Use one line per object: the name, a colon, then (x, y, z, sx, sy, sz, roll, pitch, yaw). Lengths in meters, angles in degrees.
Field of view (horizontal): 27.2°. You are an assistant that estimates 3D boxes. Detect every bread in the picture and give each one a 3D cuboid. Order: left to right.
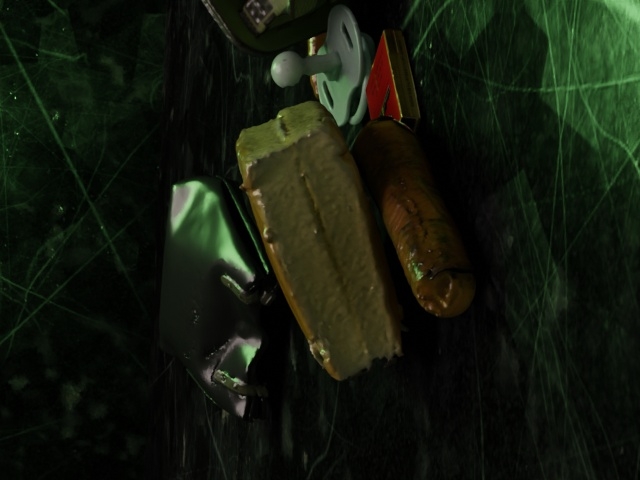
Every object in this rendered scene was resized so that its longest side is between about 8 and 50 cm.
bread: (0.000, 0.000, 1.307, 0.239, 0.111, 0.246, -110, 1, -78)

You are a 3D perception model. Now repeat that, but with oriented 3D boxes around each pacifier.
pacifier: (0.003, -0.188, 1.485, 0.150, 0.117, 0.126, 119, 137, -56)

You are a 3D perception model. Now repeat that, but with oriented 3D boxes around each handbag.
handbag: (-0.134, 0.092, 1.968, 0.288, 0.152, 0.342, -128, 38, -53)

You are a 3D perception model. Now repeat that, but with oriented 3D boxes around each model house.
model house: (-0.012, -0.377, 1.460, 0.218, 0.205, 0.279, 54, 139, 4)

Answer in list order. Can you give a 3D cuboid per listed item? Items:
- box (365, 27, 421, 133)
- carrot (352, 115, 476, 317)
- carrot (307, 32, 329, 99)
box: (0.074, -0.143, 1.370, 0.090, 0.023, 0.133, 106, 162, -50)
carrot: (0.084, -0.028, 1.203, 0.260, 0.070, 0.070, -107, 23, -53)
carrot: (-0.001, -0.299, 1.684, 0.043, 0.043, 0.247, 148, 121, -74)
